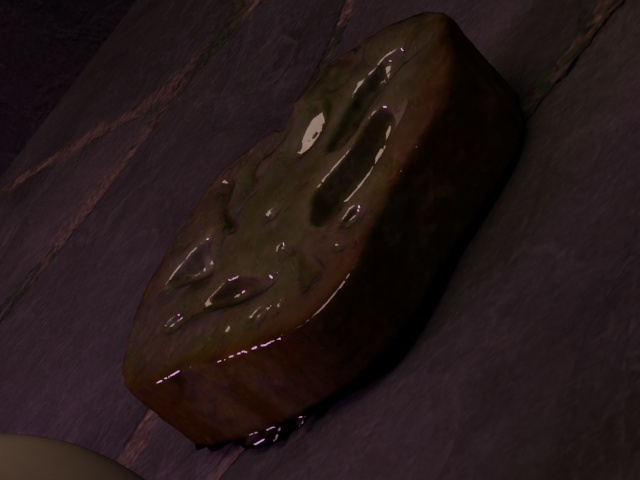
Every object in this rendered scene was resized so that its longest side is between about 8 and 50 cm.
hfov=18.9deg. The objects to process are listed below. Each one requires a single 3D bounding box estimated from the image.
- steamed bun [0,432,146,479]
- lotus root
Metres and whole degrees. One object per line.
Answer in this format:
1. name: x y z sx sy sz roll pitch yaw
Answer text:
1. steamed bun: -0.182 0.274 1.018 0.334 0.334 0.374 -43 20 23
2. lotus root: 0.000 0.000 1.514 0.390 0.111 0.375 -46 22 10
